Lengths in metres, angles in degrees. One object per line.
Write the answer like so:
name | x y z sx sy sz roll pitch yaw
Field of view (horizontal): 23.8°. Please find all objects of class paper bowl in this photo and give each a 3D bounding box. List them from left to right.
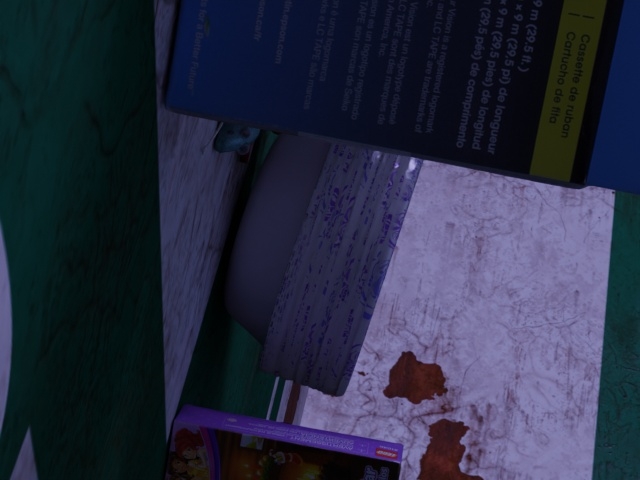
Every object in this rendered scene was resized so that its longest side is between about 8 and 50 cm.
paper bowl | 0.000 0.000 1.499 0.284 0.148 0.284 18 90 -87

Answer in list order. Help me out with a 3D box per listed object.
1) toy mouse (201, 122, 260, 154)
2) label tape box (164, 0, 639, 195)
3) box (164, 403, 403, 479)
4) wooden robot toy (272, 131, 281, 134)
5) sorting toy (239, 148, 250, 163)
toy mouse | -0.061 -0.127 1.258 0.143 0.031 0.161 82 19 -78
label tape box | 0.092 -0.178 0.990 0.115 0.348 0.249 -59 159 -80
box | -0.050 0.306 1.342 0.057 0.201 0.293 -64 164 -79
wooden robot toy | -0.025 -0.139 1.536 0.173 0.076 0.079 -65 176 -75
sorting toy | -0.026 -0.195 1.388 0.132 0.046 0.274 111 -9 -75
